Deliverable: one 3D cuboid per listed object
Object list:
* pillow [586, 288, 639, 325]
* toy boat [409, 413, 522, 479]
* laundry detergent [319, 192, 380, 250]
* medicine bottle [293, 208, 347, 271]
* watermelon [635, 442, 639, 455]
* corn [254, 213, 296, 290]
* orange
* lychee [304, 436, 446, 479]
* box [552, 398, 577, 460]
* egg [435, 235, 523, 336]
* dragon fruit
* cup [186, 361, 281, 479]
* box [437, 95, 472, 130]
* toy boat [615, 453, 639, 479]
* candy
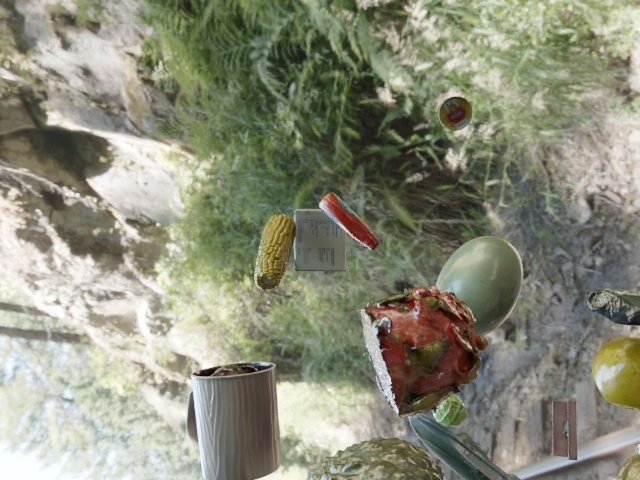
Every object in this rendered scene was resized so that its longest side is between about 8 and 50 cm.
[{"bbox_3d":[0.989,0.206,1.704,0.161,0.336,0.092,-119,33,-66],"label":"pillow"},{"bbox_3d":[0.354,0.533,1.386,0.092,0.320,0.141,-48,-14,-24],"label":"toy boat"},{"bbox_3d":[0.072,-0.039,1.274,0.049,0.165,0.097,-48,-15,10],"label":"laundry detergent"},{"bbox_3d":[0.000,0.000,1.763,0.052,0.171,0.200,-69,-22,-82],"label":"medicine bottle"},{"bbox_3d":[1.100,0.590,1.597,0.292,0.251,0.282,90,177,-70],"label":"watermelon"},{"bbox_3d":[-0.130,0.017,1.601,0.310,0.102,0.101,-79,1,-56],"label":"corn"},{"bbox_3d":[1.038,0.443,1.799,0.279,0.279,0.235,100,-171,-69],"label":"orange"},{"bbox_3d":[0.090,0.429,0.821,0.255,0.275,0.255,-15,-90,-84],"label":"lychee"},{"bbox_3d":[0.937,0.714,2.112,0.215,0.086,0.215,30,-118,-62],"label":"box"},{"bbox_3d":[0.508,0.151,1.784,0.352,0.259,0.258,-61,-2,-1],"label":"egg"},{"bbox_3d":[0.256,0.249,1.289,0.314,0.263,0.295,105,149,-82],"label":"dragon fruit"},{"bbox_3d":[-0.242,0.456,1.419,0.208,0.289,0.272,13,-110,-79],"label":"cup"},{"bbox_3d":[0.413,-0.390,1.697,0.037,0.106,0.105,-51,-25,-81],"label":"box"},{"bbox_3d":[0.804,0.583,1.341,0.061,0.189,0.115,174,86,-69],"label":"toy boat"},{"bbox_3d":[0.266,0.413,1.569,0.093,0.336,0.092,-54,-8,-14],"label":"candy"}]
